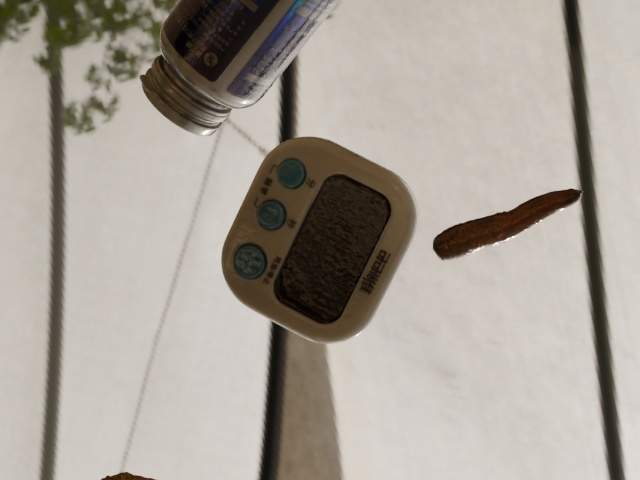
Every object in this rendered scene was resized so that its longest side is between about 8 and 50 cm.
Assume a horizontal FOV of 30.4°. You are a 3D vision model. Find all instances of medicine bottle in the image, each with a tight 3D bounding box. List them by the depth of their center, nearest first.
[{"bbox_3d":[-0.068,-0.184,1.006,0.191,0.107,0.107,-48,-176,23],"label":"medicine bottle"}]

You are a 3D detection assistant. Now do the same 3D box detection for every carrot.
[{"bbox_3d":[0.191,-0.017,1.207,0.165,0.035,0.035,-21,-165,13],"label":"carrot"}]

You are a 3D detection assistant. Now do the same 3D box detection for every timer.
[{"bbox_3d":[0.000,0.000,1.631,0.237,0.262,0.087,27,-171,8],"label":"timer"}]

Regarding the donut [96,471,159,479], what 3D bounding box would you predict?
[{"bbox_3d":[-0.137,0.272,0.902,0.146,0.078,0.181,3,-134,-13],"label":"donut"}]
